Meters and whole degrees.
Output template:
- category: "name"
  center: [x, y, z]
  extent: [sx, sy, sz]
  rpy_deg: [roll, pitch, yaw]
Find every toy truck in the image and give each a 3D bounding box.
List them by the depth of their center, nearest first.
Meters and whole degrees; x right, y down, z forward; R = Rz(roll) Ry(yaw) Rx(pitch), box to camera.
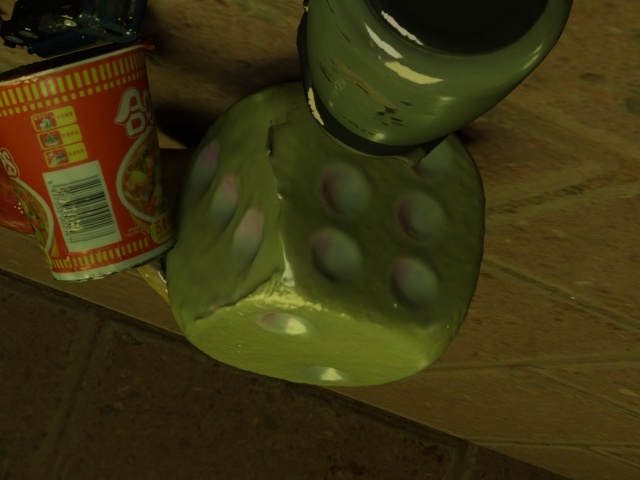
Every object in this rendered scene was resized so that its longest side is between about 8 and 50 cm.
- category: "toy truck"
  center: [-0.241, -0.216, 1.305]
  extent: [0.088, 0.074, 0.201]
  rpy_deg: [21, 166, -36]

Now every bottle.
- category: "bottle"
  center: [0.065, -0.152, 1.023]
  extent: [0.168, 0.168, 0.347]
  rpy_deg: [18, 171, -4]

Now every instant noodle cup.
- category: "instant noodle cup"
  center: [-0.231, -0.078, 1.364]
  extent: [0.193, 0.212, 0.193]
  rpy_deg: [-14, -167, 3]

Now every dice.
- category: "dice"
  center: [0.000, 0.000, 1.400]
  extent: [0.254, 0.252, 0.250]
  rpy_deg: [17, 155, -25]

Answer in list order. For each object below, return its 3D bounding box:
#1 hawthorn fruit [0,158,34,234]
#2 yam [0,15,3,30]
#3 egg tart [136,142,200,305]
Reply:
- category: "hawthorn fruit"
  center: [-0.348, -0.092, 1.720]
  extent: [0.189, 0.189, 0.189]
  rpy_deg: [16, 166, 4]
- category: "yam"
  center: [-0.375, -0.254, 1.407]
  extent: [0.032, 0.032, 0.145]
  rpy_deg: [11, 163, 23]
- category: "egg tart"
  center: [-0.093, -0.009, 1.634]
  extent: [0.345, 0.132, 0.345]
  rpy_deg: [39, -159, -18]
